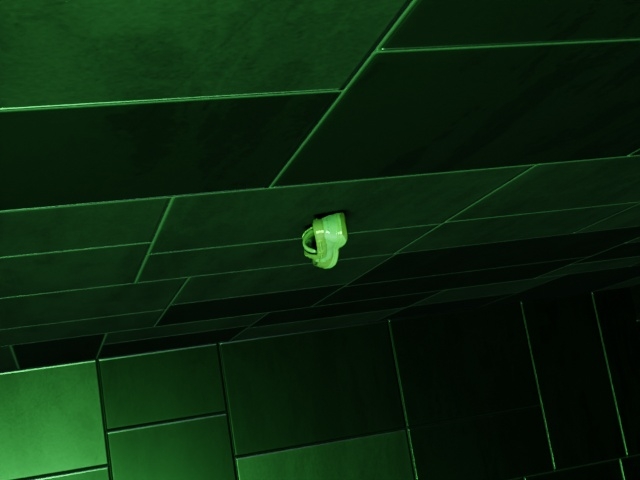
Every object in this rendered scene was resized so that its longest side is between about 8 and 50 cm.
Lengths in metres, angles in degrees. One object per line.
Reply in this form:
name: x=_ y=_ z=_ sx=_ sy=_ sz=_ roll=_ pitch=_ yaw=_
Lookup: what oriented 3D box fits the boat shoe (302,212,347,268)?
boat shoe: x=0.000 y=0.000 z=1.175 sx=0.045 sy=0.050 sz=0.135 roll=-4 pitch=158 yaw=-11
